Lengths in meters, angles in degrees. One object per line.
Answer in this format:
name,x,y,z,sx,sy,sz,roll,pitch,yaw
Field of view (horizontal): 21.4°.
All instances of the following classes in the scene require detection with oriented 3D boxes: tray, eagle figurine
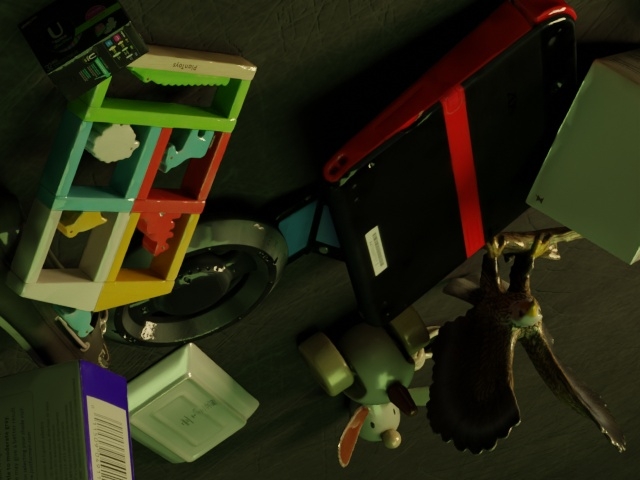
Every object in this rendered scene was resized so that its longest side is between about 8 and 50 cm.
tray,-0.170,0.217,2.128,0.145,0.030,0.270,-35,153,1
eagle figurine,0.250,0.129,2.134,0.226,0.298,0.225,-10,168,26

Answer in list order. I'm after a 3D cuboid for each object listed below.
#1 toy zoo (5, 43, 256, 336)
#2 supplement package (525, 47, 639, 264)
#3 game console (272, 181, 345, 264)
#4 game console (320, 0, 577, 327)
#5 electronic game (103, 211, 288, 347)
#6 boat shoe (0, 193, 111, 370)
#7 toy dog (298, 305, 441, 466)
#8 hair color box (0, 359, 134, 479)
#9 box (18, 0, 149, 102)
toy zoo,-0.182,-0.043,1.582,0.192,0.030,0.293,0,119,-49
supplement package,0.376,-0.104,1.972,0.203,0.149,0.194,-20,138,-57
game console,0.000,0.000,1.909,0.122,0.107,0.071,104,4,-54
game console,0.152,-0.089,1.894,0.342,0.060,0.386,-38,153,-10
electronic game,-0.143,0.045,1.855,0.229,0.048,0.229,-18,149,-12
boat shoe,-0.265,0.056,1.674,0.095,0.112,0.335,-31,150,4
toy dog,0.092,0.207,2.253,0.220,0.161,0.334,-38,153,9
hair color box,-0.353,0.249,1.681,0.339,0.185,0.110,-14,159,17
box,-0.199,-0.170,1.428,0.083,0.062,0.052,-34,152,-1
